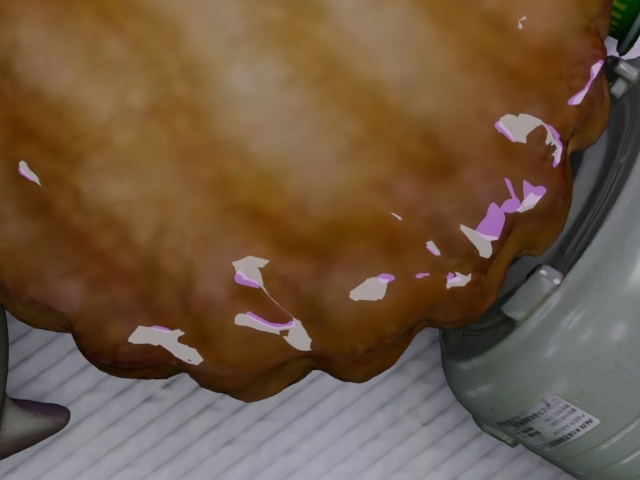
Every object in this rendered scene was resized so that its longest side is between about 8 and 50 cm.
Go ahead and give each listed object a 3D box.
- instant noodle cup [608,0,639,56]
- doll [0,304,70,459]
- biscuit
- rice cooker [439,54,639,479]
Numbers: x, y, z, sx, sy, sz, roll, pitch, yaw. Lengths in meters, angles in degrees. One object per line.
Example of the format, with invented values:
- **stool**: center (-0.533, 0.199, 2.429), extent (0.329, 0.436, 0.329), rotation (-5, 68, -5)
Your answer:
- **instant noodle cup**: center (0.098, -0.235, 0.950), extent (0.233, 0.207, 0.207), rotation (23, 79, 4)
- **doll**: center (-0.301, -0.009, 0.831), extent (0.226, 0.215, 0.370), rotation (-29, 93, 12)
- **biscuit**: center (-0.027, -0.080, 0.833), extent (0.326, 0.107, 0.325), rotation (-2, 71, 6)
- **rice cooker**: center (0.196, 0.041, 0.886), extent (0.244, 0.226, 0.226), rotation (34, 78, -15)
